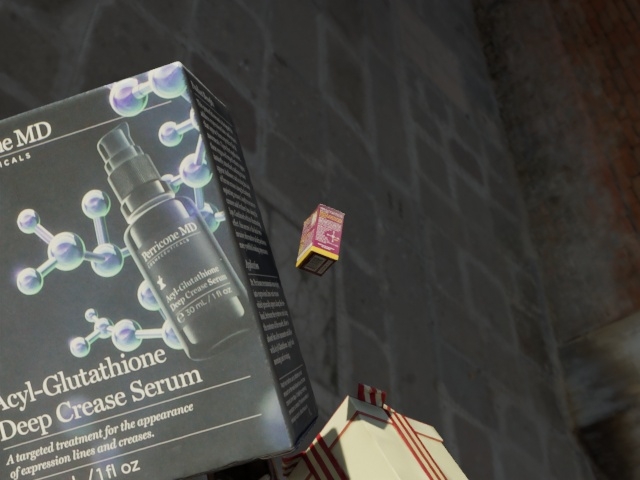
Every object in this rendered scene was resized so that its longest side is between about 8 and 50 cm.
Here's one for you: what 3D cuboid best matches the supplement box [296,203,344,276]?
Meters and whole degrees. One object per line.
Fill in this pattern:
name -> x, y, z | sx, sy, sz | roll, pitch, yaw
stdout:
supplement box -> 0.000, 0.000, 1.154 | 0.043, 0.055, 0.083 | 21, 54, -16

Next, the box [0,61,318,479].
box -> -0.203, 0.058, 0.874 | 0.212, 0.294, 0.395 | 32, 41, -82

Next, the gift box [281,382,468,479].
gift box -> 0.093, 0.423, 1.406 | 0.276, 0.255, 0.258 | 33, 11, -33

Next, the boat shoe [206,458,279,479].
boat shoe -> -0.114, 0.363, 1.193 | 0.123, 0.123, 0.341 | 14, 67, -85
